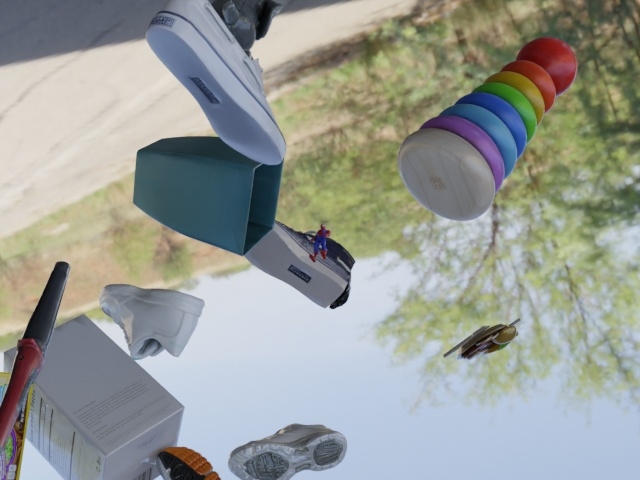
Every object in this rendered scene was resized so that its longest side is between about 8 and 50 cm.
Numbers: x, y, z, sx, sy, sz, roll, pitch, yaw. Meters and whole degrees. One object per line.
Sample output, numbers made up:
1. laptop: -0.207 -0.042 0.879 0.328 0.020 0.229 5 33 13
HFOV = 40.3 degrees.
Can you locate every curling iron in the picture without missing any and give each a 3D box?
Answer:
1. curling iron: -0.312 0.117 0.895 0.274 0.068 0.035 -75 -169 -45

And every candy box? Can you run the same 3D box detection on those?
1. candy box: -0.528 0.317 1.416 0.027 0.206 0.105 -6 164 39

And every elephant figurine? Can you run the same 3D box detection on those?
1. elephant figurine: -0.167 -0.484 1.841 0.186 0.169 0.239 6 -131 35

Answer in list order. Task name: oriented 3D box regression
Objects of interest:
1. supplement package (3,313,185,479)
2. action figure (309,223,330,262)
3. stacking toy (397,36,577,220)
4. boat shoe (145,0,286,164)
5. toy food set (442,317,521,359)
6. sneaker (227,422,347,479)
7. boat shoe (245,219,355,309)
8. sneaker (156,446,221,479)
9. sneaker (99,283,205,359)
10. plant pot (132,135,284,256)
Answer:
1. supplement package: -0.414 0.306 1.573 0.177 0.293 0.175 -27 145 -43
2. action figure: 0.000 0.000 1.723 0.038 0.030 0.115 -22 -156 18
3. stacking toy: 0.249 -0.178 1.201 0.330 0.141 0.141 -47 -163 -29
4. boat shoe: -0.104 -0.192 1.048 0.095 0.258 0.084 11 -117 32
5. toy food set: 0.334 0.209 1.752 0.132 0.039 0.192 -42 158 27
6. sneaker: -0.072 0.402 1.666 0.232 0.090 0.115 -3 -169 -23
7. boat shoe: -0.063 0.021 2.153 0.127 0.340 0.158 -45 -170 31
8. sneaker: -0.209 0.481 1.507 0.121 0.262 0.099 -50 162 29
9. sneaker: -0.238 0.111 1.149 0.080 0.094 0.212 22 165 -37
10. plant pot: -0.208 -0.101 1.573 0.234 0.166 0.165 15 -157 12
